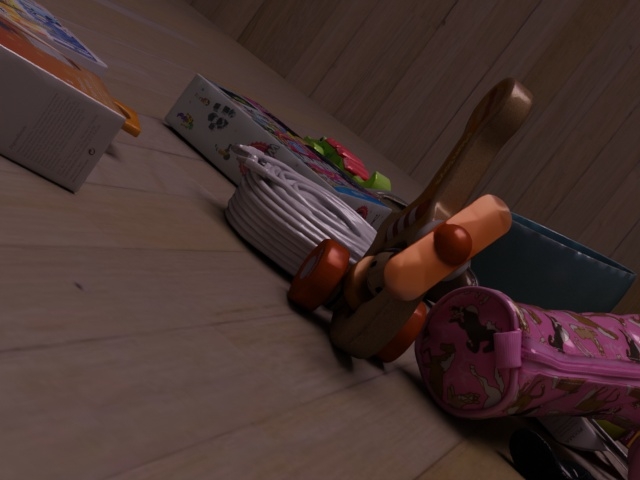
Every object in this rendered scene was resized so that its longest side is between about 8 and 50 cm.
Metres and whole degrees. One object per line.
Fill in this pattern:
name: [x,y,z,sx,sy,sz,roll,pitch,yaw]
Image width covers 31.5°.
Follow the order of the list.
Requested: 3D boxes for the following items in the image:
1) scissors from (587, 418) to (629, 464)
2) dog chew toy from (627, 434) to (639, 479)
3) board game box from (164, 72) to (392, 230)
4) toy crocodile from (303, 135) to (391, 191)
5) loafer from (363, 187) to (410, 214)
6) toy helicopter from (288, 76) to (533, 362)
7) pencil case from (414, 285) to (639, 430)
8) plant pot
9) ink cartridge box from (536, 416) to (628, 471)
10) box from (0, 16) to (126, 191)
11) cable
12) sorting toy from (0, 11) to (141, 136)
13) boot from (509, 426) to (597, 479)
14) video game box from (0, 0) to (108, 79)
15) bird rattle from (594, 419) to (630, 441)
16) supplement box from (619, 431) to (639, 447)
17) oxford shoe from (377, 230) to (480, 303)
scissors: [0.446,0.330,1.526,0.297,0.021,0.109,48,11,2]
dog chew toy: [0.516,0.339,1.374,0.332,0.207,0.206,35,6,42]
board game box: [-0.062,-0.112,1.733,0.303,0.097,0.224,41,11,20]
toy crocodile: [0.036,-0.130,2.127,0.115,0.105,0.340,33,10,-23]
loafer: [0.080,-0.041,1.930,0.251,0.094,0.087,16,21,-37]
toy helicopter: [0.124,-0.029,1.221,0.140,0.355,0.235,35,-7,-11]
pencil case: [0.288,0.150,1.383,0.386,0.167,0.160,11,42,-42]
plant pot: [0.381,0.083,2.004,0.290,0.195,0.290,24,8,-3]
ink cartridge box: [0.341,0.249,1.641,0.232,0.066,0.189,53,3,-21]
box: [-0.291,-0.143,1.084,0.170,0.091,0.130,30,12,-35]
cable: [0.000,0.000,1.449,0.257,0.089,0.257,44,11,31]
sorting toy: [-0.359,-0.203,1.273,0.347,0.047,0.196,34,14,-15]
boot: [0.272,0.263,1.293,0.121,0.045,0.099,48,16,22]
video game box: [-0.408,-0.293,1.517,0.187,0.048,0.205,40,10,31]
bird rattle: [0.543,0.329,1.722,0.207,0.143,0.253,50,5,-29]
supplement box: [0.501,0.304,1.903,0.083,0.043,0.055,40,12,19]
oxford shoe: [0.157,0.044,1.836,0.227,0.083,0.096,29,5,39]
